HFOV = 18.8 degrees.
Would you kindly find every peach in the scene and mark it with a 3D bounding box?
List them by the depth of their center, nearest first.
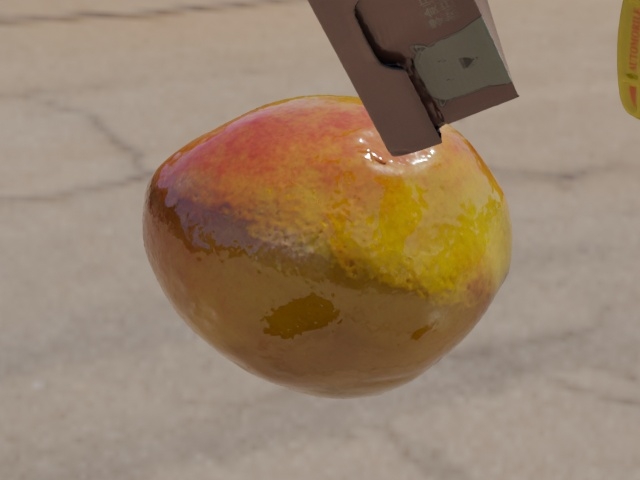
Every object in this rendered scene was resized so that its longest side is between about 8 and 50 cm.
[{"bbox_3d":[0.001,-0.002,1.739,0.308,0.289,0.289,32,13,-13],"label":"peach"}]

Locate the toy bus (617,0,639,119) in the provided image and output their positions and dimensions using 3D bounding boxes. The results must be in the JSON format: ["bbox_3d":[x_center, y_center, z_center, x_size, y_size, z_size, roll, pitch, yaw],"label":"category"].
[{"bbox_3d":[0.296,-0.154,1.301,0.152,0.144,0.330,12,28,20],"label":"toy bus"}]

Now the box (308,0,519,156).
[{"bbox_3d":[0.029,-0.199,1.136,0.086,0.215,0.215,-20,49,10],"label":"box"}]
